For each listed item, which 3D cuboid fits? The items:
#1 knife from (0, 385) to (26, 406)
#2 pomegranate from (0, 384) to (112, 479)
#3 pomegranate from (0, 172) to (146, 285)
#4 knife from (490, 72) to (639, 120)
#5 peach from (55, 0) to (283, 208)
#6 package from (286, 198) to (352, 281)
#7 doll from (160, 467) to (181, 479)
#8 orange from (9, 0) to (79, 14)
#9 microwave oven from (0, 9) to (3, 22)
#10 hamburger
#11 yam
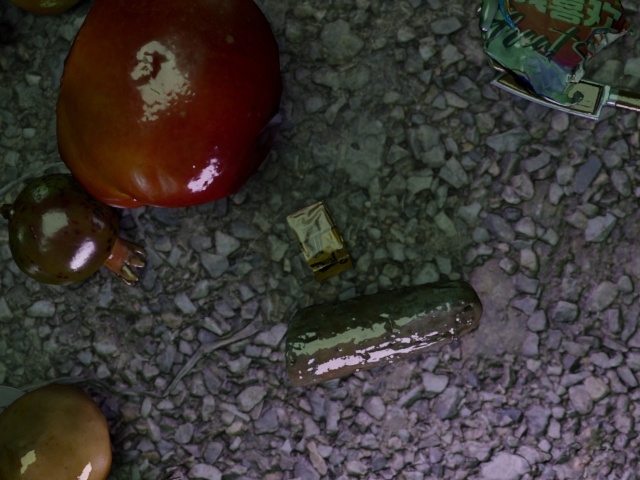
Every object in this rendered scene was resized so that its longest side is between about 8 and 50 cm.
[{"bbox_3d":[-0.657,0.305,1.682,0.244,0.032,0.058,-19,78,6],"label":"knife"},{"bbox_3d":[-0.463,0.362,1.551,0.233,0.233,0.233,0,90,11],"label":"pomegranate"},{"bbox_3d":[-0.423,0.003,1.558,0.198,0.198,0.246,-32,103,9],"label":"pomegranate"},{"bbox_3d":[0.445,-0.227,1.469,0.343,0.027,0.061,16,96,10],"label":"knife"},{"bbox_3d":[-0.217,-0.221,1.437,0.310,0.335,0.406,25,96,14],"label":"peach"},{"bbox_3d":[0.000,0.000,1.544,0.071,0.047,0.131,-27,87,7],"label":"package"},{"bbox_3d":[-0.290,0.488,1.570,0.115,0.105,0.221,18,94,-27],"label":"doll"},{"bbox_3d":[-0.518,-0.558,1.590,0.262,0.196,0.334,-42,90,22],"label":"orange"},{"bbox_3d":[-0.809,-0.441,1.549,0.374,0.236,0.432,-41,83,31],"label":"microwave oven"},{"bbox_3d":[0.339,-0.350,1.439,0.260,0.150,0.276,45,72,-8],"label":"hamburger"},{"bbox_3d":[0.100,0.140,1.486,0.330,0.133,0.133,-16,87,7],"label":"yam"}]
